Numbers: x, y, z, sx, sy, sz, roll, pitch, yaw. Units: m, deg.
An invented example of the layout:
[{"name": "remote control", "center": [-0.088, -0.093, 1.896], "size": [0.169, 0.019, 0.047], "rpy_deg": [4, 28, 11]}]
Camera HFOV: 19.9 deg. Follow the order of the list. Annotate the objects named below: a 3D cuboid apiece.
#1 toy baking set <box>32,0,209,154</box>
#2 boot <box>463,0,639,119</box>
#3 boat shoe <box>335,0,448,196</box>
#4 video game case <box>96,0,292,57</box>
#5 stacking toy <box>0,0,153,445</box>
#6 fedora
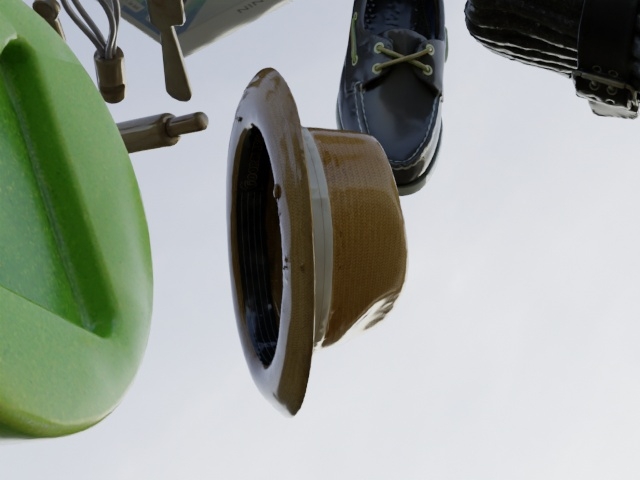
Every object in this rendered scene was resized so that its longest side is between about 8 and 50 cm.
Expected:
[{"name": "toy baking set", "center": [-0.187, -0.142, 1.515], "size": [0.256, 0.030, 0.197], "rpy_deg": [-4, -42, 38]}, {"name": "boot", "center": [0.219, -0.152, 1.147], "size": [0.260, 0.131, 0.348], "rpy_deg": [34, -13, 13]}, {"name": "boat shoe", "center": [0.055, -0.138, 1.362], "size": [0.081, 0.228, 0.069], "rpy_deg": [4, -36, -4]}, {"name": "video game case", "center": [-0.068, -0.273, 1.456], "size": [0.300, 0.036, 0.329], "rpy_deg": [-26, -24, 17]}, {"name": "stacking toy", "center": [-0.179, -0.010, 0.437], "size": [0.130, 0.309, 0.279], "rpy_deg": [-16, -55, 24]}, {"name": "fedora", "center": [0.000, 0.000, 0.995], "size": [0.079, 0.194, 0.194], "rpy_deg": [-5, -38, -14]}]
